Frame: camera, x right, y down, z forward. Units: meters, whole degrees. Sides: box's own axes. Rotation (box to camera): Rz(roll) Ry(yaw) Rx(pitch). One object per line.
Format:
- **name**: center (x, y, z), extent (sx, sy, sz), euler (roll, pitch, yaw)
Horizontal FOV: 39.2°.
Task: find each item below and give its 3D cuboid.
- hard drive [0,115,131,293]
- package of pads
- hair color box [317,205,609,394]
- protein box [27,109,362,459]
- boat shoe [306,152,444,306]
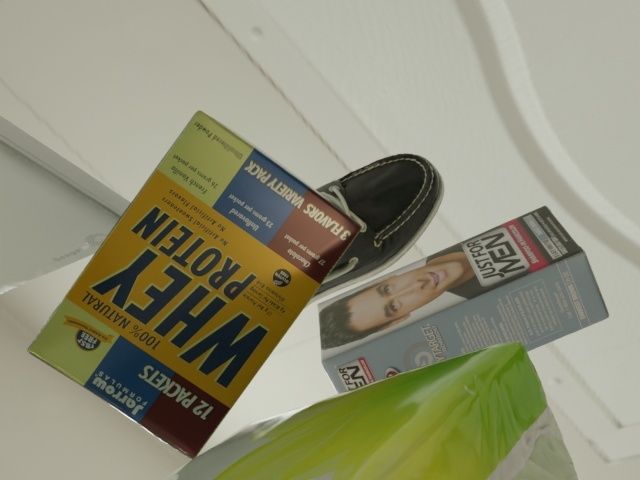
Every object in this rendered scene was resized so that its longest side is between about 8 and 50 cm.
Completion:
- **hard drive**: center (-0.335, -0.043, 0.789), extent (0.307, 0.203, 0.040), euler (41, -148, -55)
- **package of pads**: center (-0.032, 0.167, 0.442), extent (0.296, 0.229, 0.101), euler (-25, -90, -52)
- **hair color box**: center (0.188, 0.099, 1.273), extent (0.185, 0.375, 0.113), euler (-96, -20, -69)
- **protein box**: center (-0.091, 0.020, 0.688), extent (0.136, 0.199, 0.201), euler (36, -177, -8)
- **boat shoe**: center (0.000, 0.000, 0.949), extent (0.114, 0.302, 0.091), euler (50, 176, 23)
